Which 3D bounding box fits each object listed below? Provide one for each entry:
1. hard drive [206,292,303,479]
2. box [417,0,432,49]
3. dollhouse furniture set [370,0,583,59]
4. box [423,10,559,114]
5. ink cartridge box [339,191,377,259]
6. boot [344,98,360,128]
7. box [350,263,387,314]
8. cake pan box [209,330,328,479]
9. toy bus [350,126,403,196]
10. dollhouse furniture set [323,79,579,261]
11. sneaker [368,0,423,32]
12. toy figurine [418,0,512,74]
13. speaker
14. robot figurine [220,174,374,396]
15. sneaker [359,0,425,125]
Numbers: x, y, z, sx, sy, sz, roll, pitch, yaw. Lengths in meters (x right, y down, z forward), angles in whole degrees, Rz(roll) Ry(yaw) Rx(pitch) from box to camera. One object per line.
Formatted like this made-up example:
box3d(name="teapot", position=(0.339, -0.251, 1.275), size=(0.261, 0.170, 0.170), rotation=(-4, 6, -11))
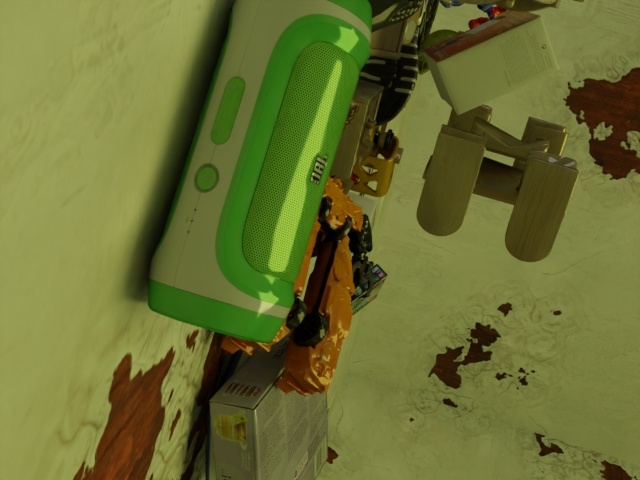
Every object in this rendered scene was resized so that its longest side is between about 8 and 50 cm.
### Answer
box3d(name="hard drive", position=(-0.093, 0.185, 1.252), size=(0.210, 0.040, 0.319), rotation=(99, 11, -47))
box3d(name="box", position=(0.213, -0.523, 1.847), size=(0.322, 0.079, 0.257), rotation=(59, 50, -80))
box3d(name="dollhouse furniture set", position=(0.233, -0.324, 1.238), size=(0.303, 0.355, 0.174), rotation=(-12, 120, -57))
box3d(name="box", position=(0.264, -0.284, 1.312), size=(0.130, 0.170, 0.091), rotation=(-101, 167, -68))
box3d(name="ink cartridge box", position=(0.056, 0.010, 1.816), size=(0.139, 0.082, 0.191), rotation=(86, 24, -70))
box3d(name="boot", position=(-0.036, -0.123, 0.947), size=(0.158, 0.084, 0.059), rotation=(-47, 170, 18))
box3d(name="box", position=(0.046, 0.140, 1.766), size=(0.207, 0.036, 0.114), rotation=(-35, 162, -24))
box3d(name="cake pan box", position=(-0.057, 0.258, 1.136), size=(0.267, 0.070, 0.246), rotation=(-47, 141, -59))
box3d(name="toy bus", position=(0.122, -0.188, 1.780), size=(0.202, 0.104, 0.191), rotation=(-31, 137, -80))
box3d(name="dollhouse furniture set", position=(0.183, -0.081, 1.344), size=(0.362, 0.394, 0.256), rotation=(-55, 160, -68))
box3d(name="sneaker", position=(0.000, -0.265, 0.858), size=(0.227, 0.130, 0.087), rotation=(-32, 152, -36))
box3d(name="toy figurine", position=(0.307, -0.537, 1.756), size=(0.362, 0.217, 0.191), rotation=(-32, -163, 9))
box3d(name="speaker", position=(-0.049, -0.070, 0.702), size=(0.131, 0.131, 0.296), rotation=(45, 61, -82))
box3d(name="robot figurine", position=(-0.023, 0.034, 1.056), size=(0.211, 0.085, 0.291), rotation=(43, 46, -33))
box3d(name="sneaker", position=(0.141, -0.342, 1.612), size=(0.162, 0.106, 0.281), rotation=(64, 42, -83))
